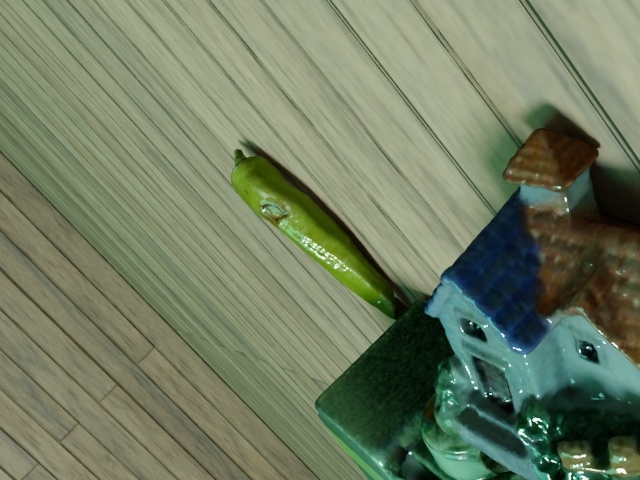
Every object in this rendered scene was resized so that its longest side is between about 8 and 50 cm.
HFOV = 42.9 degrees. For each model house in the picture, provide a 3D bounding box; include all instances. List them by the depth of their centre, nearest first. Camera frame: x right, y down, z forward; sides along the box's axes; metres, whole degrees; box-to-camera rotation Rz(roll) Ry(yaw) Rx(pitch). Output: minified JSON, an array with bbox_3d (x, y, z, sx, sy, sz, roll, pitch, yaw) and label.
[{"bbox_3d":[0.115,0.028,0.376,0.148,0.119,0.149,22,144,50],"label":"model house"}]

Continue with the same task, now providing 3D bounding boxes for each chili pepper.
[{"bbox_3d":[0.000,0.000,0.666,0.208,0.043,0.049,44,150,-2],"label":"chili pepper"}]

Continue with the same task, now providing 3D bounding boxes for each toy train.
[{"bbox_3d":[0.128,0.198,0.644,0.238,0.167,0.299,31,158,51],"label":"toy train"}]
